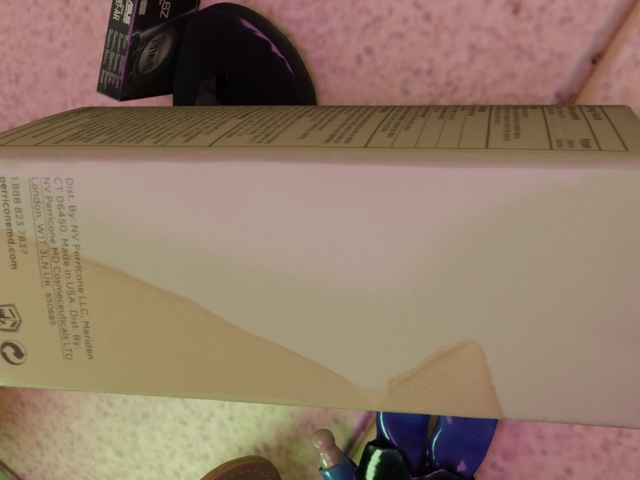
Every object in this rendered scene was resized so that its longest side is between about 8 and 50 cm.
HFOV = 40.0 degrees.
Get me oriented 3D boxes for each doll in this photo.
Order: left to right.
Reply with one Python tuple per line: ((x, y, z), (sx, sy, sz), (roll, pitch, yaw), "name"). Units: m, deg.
((0.054, 0.142, 0.543), (0.129, 0.046, 0.188), (16, 116, 11), "doll")

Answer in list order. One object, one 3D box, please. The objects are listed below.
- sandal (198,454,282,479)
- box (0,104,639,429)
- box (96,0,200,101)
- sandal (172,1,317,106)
((-0.083, 0.217, 0.613), (0.079, 0.088, 0.239), (-130, 38, -48), "sandal")
((0.000, 0.000, 0.442), (0.311, 0.148, 0.121), (2, 107, 13), "box")
((-0.102, -0.129, 0.536), (0.018, 0.067, 0.083), (23, 111, 18), "box")
((-0.059, -0.017, 0.551), (0.097, 0.054, 0.254), (12, 108, 22), "sandal")
